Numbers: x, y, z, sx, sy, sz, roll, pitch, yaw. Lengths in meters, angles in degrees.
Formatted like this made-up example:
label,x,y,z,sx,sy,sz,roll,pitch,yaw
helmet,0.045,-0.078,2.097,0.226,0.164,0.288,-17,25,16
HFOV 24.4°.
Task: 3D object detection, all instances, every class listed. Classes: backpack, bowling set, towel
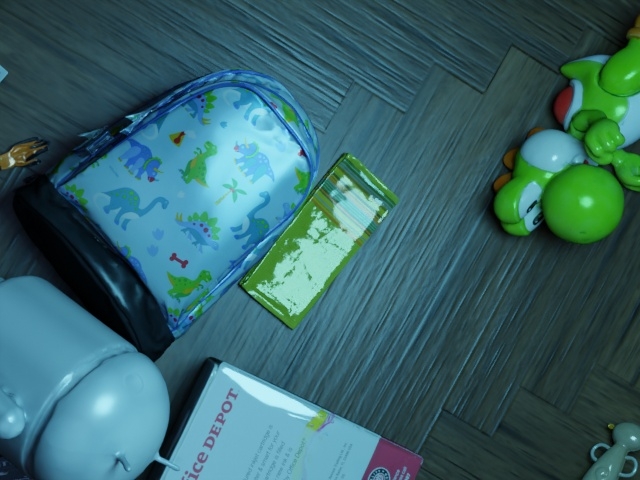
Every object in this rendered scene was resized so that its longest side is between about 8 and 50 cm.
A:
label,x,y,z,sx,sy,sz,roll,pitch,yaw
backpack,-0.165,-0.060,1.878,0.355,0.273,0.290,-37,91,-22
bowling set,0.519,0.372,2.063,0.287,0.200,0.154,28,75,32
towel,0.000,0.000,2.010,0.102,0.021,0.237,40,81,-8

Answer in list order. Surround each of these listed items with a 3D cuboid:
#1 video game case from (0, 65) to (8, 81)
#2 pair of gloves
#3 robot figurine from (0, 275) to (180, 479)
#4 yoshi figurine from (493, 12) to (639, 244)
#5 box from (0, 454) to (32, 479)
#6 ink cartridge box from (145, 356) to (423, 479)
label,x,y,z,sx,sy,sz,roll,pitch,yaw
video game case,-0.473,-0.221,1.886,0.087,0.011,0.122,-48,122,1
pair of gloves,-0.378,-0.090,1.935,0.074,0.010,0.083,-25,97,-13
robot figurine,-0.327,0.179,1.799,0.353,0.300,0.199,34,108,23
yoshi figurine,0.400,-0.129,2.016,0.203,0.203,0.362,43,84,-15
box,-0.350,0.333,1.897,0.180,0.077,0.147,-9,91,-12
ink cartridge box,-0.054,0.315,1.936,0.306,0.131,0.226,28,84,-9
